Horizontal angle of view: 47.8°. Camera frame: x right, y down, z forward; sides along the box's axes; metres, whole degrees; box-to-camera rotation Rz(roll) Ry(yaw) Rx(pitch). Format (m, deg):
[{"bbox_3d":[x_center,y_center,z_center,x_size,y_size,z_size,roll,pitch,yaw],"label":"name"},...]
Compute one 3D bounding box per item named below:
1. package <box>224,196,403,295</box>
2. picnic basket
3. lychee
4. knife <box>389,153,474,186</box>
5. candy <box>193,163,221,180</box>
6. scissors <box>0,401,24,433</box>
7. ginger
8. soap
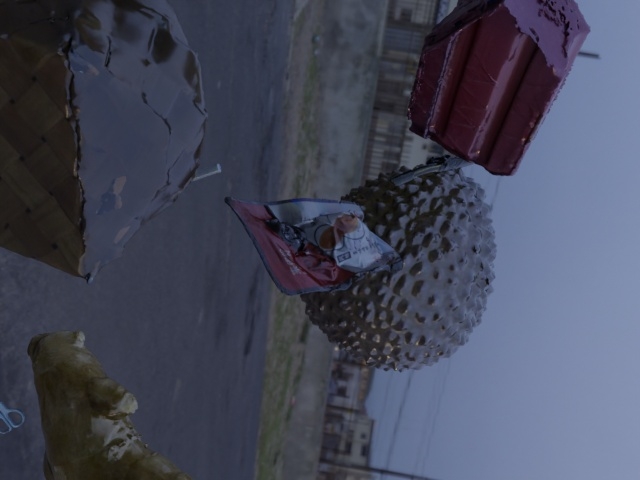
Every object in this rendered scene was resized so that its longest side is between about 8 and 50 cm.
[{"bbox_3d":[0.000,0.000,1.089,0.270,0.194,0.071,-11,134,-40],"label":"package"},{"bbox_3d":[-0.243,-0.162,0.695,0.337,0.337,0.293,-76,176,-55],"label":"picnic basket"},{"bbox_3d":[0.151,0.048,1.377,0.380,0.380,0.432,-74,-170,-66],"label":"lychee"},{"bbox_3d":[0.176,-0.106,0.971,0.021,0.222,0.045,61,-28,17],"label":"knife"},{"bbox_3d":[-0.336,-0.067,1.188,0.124,0.366,0.124,-18,90,-82],"label":"candy"},{"bbox_3d":[-0.351,0.172,0.774,0.083,0.036,0.006,66,-6,-23],"label":"scissors"},{"bbox_3d":[-0.201,0.274,0.761,0.122,0.363,0.348,-9,96,-62],"label":"ginger"},{"bbox_3d":[0.197,-0.191,0.816,0.099,0.162,0.250,-48,165,-22],"label":"soap"}]
